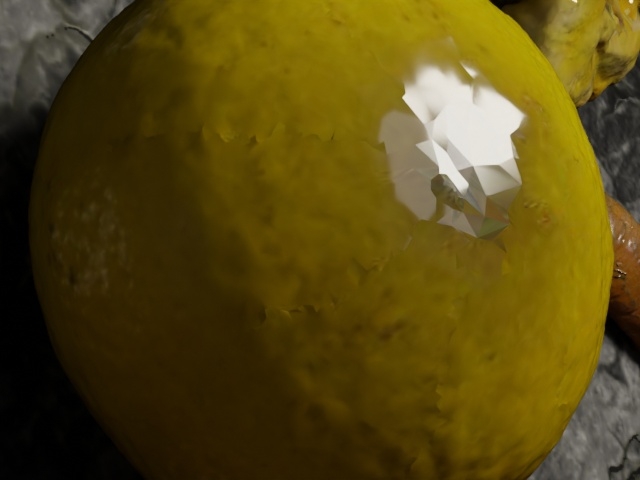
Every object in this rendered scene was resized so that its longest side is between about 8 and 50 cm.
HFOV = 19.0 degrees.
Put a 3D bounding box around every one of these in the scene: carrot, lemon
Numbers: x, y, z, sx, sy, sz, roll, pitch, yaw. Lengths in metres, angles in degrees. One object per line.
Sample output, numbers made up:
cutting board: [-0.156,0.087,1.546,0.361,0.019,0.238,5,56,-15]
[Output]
carrot: [0.217,0.033,1.304,0.186,0.060,0.060,45,44,-20]
lemon: [0.000,0.001,0.939,0.297,0.297,0.297,22,56,-37]

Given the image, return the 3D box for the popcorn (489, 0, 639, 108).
popcorn: [0.162,-0.236,1.270,0.265,0.225,0.332,27,73,-37]
